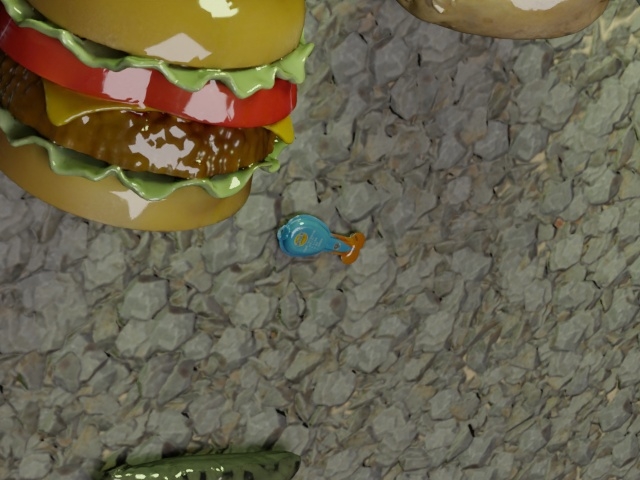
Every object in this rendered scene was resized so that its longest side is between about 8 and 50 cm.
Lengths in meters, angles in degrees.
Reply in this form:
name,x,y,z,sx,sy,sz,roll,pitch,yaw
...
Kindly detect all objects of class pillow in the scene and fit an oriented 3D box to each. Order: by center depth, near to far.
name,x,y,z,sx,sy,sz,roll,pitch,yaw
pillow,-0.131,0.272,1.572,0.241,0.051,0.093,-1,112,-33

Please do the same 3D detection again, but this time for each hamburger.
name,x,y,z,sx,sy,sz,roll,pitch,yaw
hamburger,-0.135,-0.158,1.166,0.274,0.274,0.212,1,124,-33

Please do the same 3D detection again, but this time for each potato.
name,x,y,z,sx,sy,sz,roll,pitch,yaw
potato,0.189,-0.250,1.386,0.234,0.161,0.128,-26,129,-30

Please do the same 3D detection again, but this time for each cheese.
name,x,y,z,sx,sy,sz,roll,pitch,yaw
cheese,0.000,0.000,1.515,0.111,0.017,0.047,14,112,-38

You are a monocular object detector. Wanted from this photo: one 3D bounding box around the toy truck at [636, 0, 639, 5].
name,x,y,z,sx,sy,sz,roll,pitch,yaw
toy truck,0.286,-0.358,1.293,0.178,0.176,0.363,-35,89,-31
